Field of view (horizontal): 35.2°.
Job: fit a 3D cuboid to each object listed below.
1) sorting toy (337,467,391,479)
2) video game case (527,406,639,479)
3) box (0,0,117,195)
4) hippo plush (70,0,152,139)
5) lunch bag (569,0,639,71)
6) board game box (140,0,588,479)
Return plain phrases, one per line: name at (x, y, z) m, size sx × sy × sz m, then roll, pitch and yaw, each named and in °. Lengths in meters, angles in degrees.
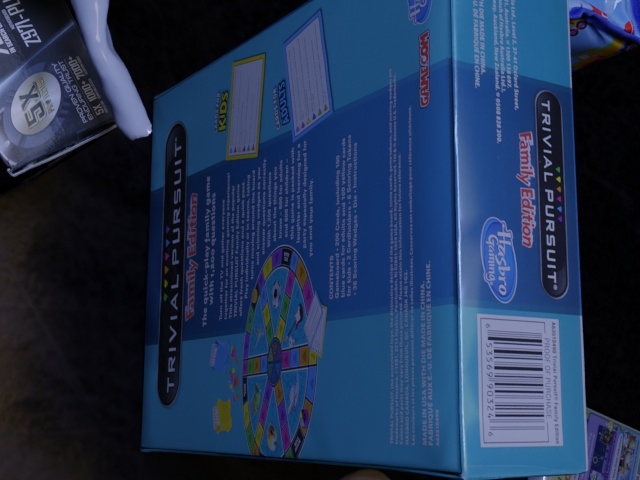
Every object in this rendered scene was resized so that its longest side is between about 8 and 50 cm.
sorting toy at (0.042, 0.262, 0.653) m, size 0.307 × 0.229 × 0.041 m, roll 45°, pitch 37°, yaw -21°
video game case at (0.251, 0.267, 0.895) m, size 0.193 × 0.023 × 0.212 m, roll 26°, pitch 70°, yaw -27°
box at (-0.210, -0.117, 0.586) m, size 0.077 × 0.147 × 0.180 m, roll -32°, pitch 100°, yaw -33°
hippo plush at (-0.119, -0.251, 0.437) m, size 0.234 × 0.236 × 0.294 m, roll 17°, pitch 59°, yaw -31°
lunch bag at (0.113, -0.266, 0.775) m, size 0.138 × 0.221 × 0.293 m, roll 1°, pitch 81°, yaw -33°
board game box at (0.000, 0.000, 0.589) m, size 0.079 × 0.336 × 0.253 m, roll 7°, pitch 79°, yaw -32°
